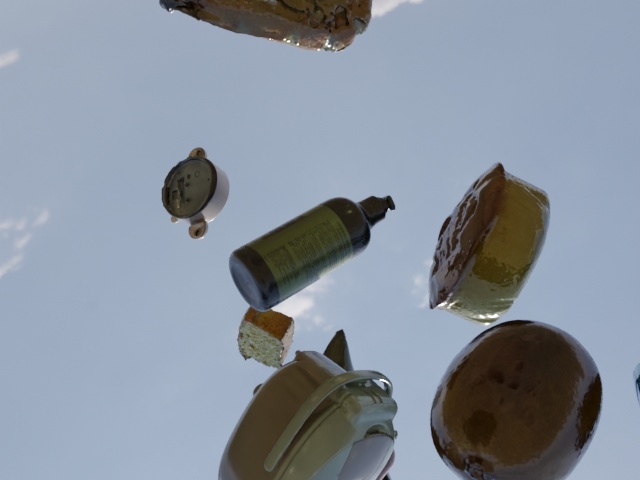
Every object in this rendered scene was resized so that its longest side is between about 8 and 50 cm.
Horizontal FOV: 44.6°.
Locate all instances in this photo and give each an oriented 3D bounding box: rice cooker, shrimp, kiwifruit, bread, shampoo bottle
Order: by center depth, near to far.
[{"bbox_3d":[-0.046,-0.187,0.586,0.183,0.092,0.043,-4,172,-22],"label":"shrimp"},{"bbox_3d":[-0.014,0.205,0.762,0.127,0.206,0.145,33,-168,35],"label":"rice cooker"},{"bbox_3d":[0.240,0.210,0.965,0.195,0.196,0.234,5,-147,31],"label":"kiwifruit"},{"bbox_3d":[0.000,0.000,1.190,0.283,0.101,0.101,-30,-146,-26],"label":"shampoo bottle"},{"bbox_3d":[0.275,0.008,1.304,0.147,0.270,0.270,24,-139,0],"label":"bread"},{"bbox_3d":[-0.106,0.185,1.499,0.103,0.187,0.065,20,-124,8],"label":"bread"}]

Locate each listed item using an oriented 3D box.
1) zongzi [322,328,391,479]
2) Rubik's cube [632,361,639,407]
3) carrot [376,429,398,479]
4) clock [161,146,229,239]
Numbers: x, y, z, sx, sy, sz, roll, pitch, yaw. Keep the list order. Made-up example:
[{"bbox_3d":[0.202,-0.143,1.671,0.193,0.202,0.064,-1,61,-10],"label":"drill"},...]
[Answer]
[{"bbox_3d":[-0.068,0.385,1.415,0.355,0.393,0.174,-17,-164,-4],"label":"zongzi"},{"bbox_3d":[0.518,0.189,1.015,0.254,0.255,0.254,-12,-147,8],"label":"Rubik's cube"},{"bbox_3d":[0.024,0.356,1.034,0.061,0.061,0.257,27,-98,48],"label":"carrot"},{"bbox_3d":[-0.286,-0.112,1.763,0.155,0.063,0.230,-13,-116,23],"label":"clock"}]
